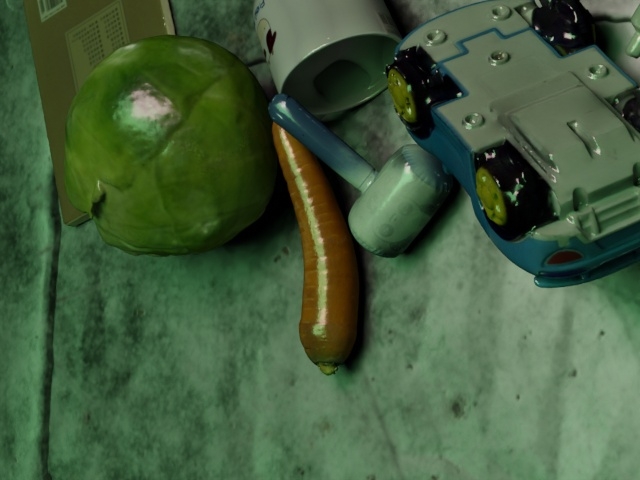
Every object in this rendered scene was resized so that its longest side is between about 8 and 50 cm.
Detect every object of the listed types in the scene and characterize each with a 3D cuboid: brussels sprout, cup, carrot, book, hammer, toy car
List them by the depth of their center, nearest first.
[{"bbox_3d":[0.189,-0.090,1.586,0.314,0.198,0.166,52,158,42],"label":"toy car"},{"bbox_3d":[0.029,-0.078,1.738,0.194,0.069,0.116,40,113,3],"label":"hammer"},{"bbox_3d":[0.000,0.000,1.790,0.066,0.062,0.271,-8,85,32],"label":"carrot"},{"bbox_3d":[0.004,-0.212,1.802,0.134,0.173,0.142,-23,64,2],"label":"cup"},{"bbox_3d":[-0.156,-0.092,1.846,0.244,0.244,0.244,-7,80,39],"label":"brussels sprout"},{"bbox_3d":[-0.246,-0.197,2.060,0.217,0.021,0.310,-26,68,34],"label":"book"}]

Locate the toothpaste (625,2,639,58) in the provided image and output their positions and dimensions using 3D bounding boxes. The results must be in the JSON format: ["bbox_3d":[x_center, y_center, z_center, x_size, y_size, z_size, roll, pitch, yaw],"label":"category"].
[{"bbox_3d":[0.338,-0.260,1.572,0.060,0.038,0.233,42,107,32],"label":"toothpaste"}]
